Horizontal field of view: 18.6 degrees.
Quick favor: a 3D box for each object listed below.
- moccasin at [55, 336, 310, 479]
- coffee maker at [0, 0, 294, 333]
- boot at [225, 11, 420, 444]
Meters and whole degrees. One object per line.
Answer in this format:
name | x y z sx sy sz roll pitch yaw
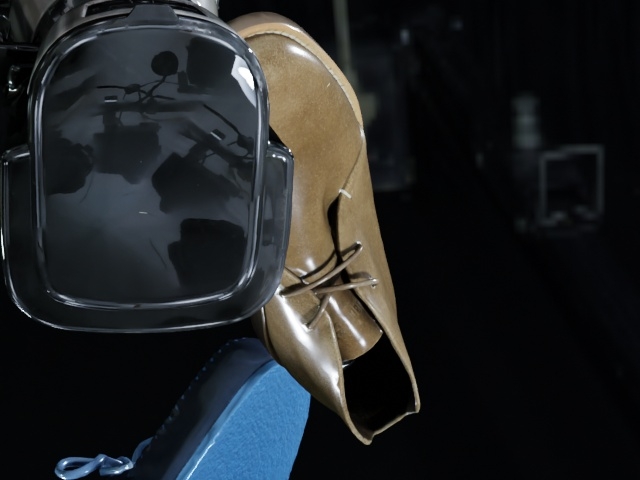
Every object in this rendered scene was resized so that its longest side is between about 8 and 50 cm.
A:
moccasin | -0.135 0.204 1.294 0.117 0.342 0.137 35 -175 34
coffee maker | -0.069 -0.035 0.766 0.120 0.171 0.178 -22 -152 1
boot | 0.000 0.000 1.087 0.112 0.305 0.115 -29 -130 -7
